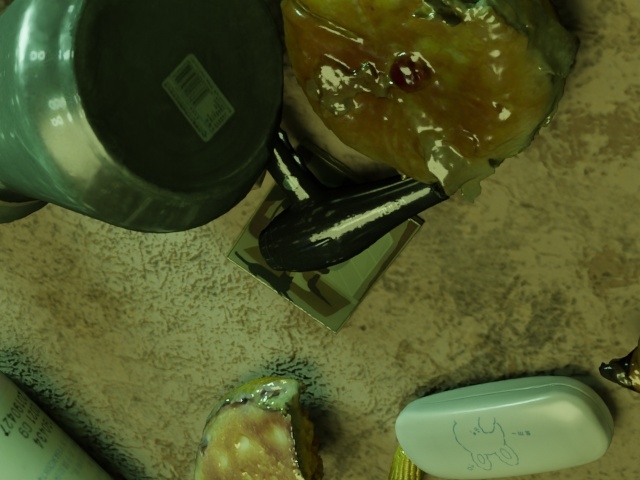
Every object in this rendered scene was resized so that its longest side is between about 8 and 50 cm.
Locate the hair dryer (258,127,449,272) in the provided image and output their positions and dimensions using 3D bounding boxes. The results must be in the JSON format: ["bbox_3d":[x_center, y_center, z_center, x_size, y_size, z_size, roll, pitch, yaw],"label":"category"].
[{"bbox_3d":[-0.011,-0.083,1.735,0.195,0.075,0.219,-24,106,33],"label":"hair dryer"}]

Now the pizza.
[{"bbox_3d":[-0.061,0.244,2.064,0.161,0.085,0.305,48,140,18],"label":"pizza"}]

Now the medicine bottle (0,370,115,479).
[{"bbox_3d":[-0.328,0.333,2.222,0.379,0.213,0.213,47,137,-13],"label":"medicine bottle"}]

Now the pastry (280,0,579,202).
[{"bbox_3d":[0.077,-0.155,1.569,0.257,0.121,0.236,43,138,-9],"label":"pastry"}]

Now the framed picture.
[{"bbox_3d":[0.000,0.000,1.849,0.136,0.010,0.201,35,139,0],"label":"framed picture"}]

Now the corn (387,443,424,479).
[{"bbox_3d":[0.090,0.236,1.995,0.037,0.037,0.092,23,134,12],"label":"corn"}]

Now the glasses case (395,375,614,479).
[{"bbox_3d":[0.175,0.182,1.870,0.233,0.059,0.092,-11,121,39],"label":"glasses case"}]

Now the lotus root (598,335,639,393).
[{"bbox_3d":[0.338,0.101,1.649,0.221,0.118,0.125,-21,83,46],"label":"lotus root"}]

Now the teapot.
[{"bbox_3d":[-0.191,-0.116,1.685,0.300,0.253,0.344,31,159,-31],"label":"teapot"}]
